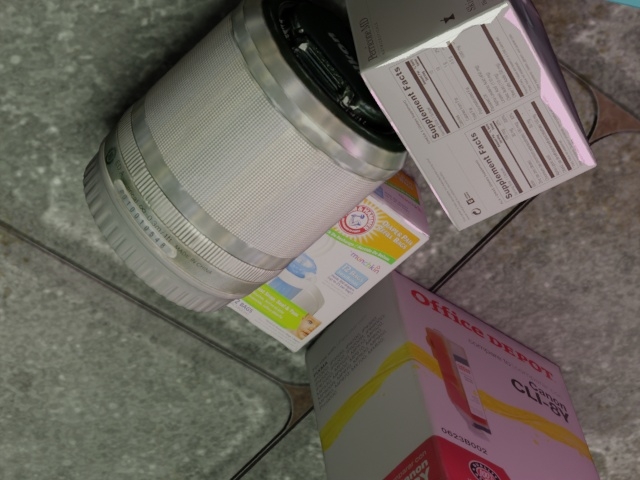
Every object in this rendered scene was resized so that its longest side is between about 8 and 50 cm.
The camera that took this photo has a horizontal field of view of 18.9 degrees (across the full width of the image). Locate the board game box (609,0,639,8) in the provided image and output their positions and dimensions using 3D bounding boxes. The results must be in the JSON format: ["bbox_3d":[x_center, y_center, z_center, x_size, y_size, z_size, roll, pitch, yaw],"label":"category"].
[{"bbox_3d":[0.379,-0.311,1.730,0.336,0.079,0.254,16,137,16],"label":"board game box"}]

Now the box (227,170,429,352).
[{"bbox_3d":[0.000,0.000,2.011,0.203,0.103,0.114,-41,122,22],"label":"box"}]

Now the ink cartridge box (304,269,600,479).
[{"bbox_3d":[0.152,0.242,2.040,0.279,0.385,0.160,31,115,-26],"label":"ink cartridge box"}]

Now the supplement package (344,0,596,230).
[{"bbox_3d":[0.128,-0.181,1.789,0.145,0.262,0.204,-26,125,12],"label":"supplement package"}]

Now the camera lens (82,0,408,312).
[{"bbox_3d":[-0.067,-0.089,1.862,0.274,0.219,0.219,-41,121,22],"label":"camera lens"}]
